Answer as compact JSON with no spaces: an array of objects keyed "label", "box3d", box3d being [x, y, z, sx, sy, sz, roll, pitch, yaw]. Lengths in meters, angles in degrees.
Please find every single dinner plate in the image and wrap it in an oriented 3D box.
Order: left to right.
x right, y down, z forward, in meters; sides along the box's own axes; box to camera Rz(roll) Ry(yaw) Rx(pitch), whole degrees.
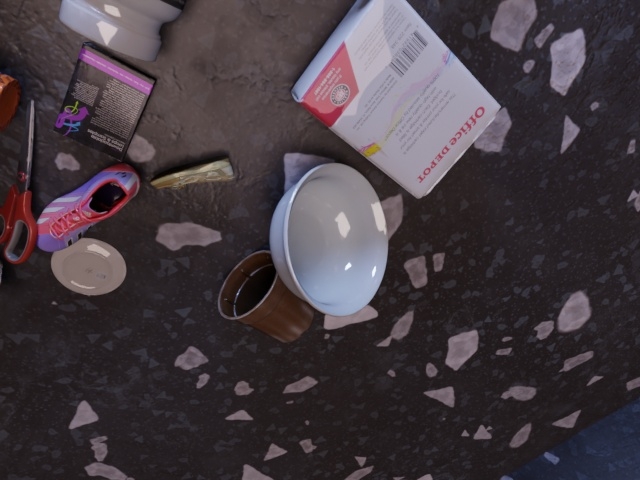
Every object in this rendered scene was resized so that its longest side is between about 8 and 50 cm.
[{"label":"dinner plate","box3d":[-0.483,0.059,0.834,0.142,0.017,0.141,-6,121,-11]}]

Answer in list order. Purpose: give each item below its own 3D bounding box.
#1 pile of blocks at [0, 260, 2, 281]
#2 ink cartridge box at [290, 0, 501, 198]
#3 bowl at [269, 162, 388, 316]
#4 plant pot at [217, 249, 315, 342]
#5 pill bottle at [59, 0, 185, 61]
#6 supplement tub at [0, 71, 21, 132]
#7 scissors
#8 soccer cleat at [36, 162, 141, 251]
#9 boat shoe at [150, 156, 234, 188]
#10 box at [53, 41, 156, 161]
[{"label":"pile of blocks","box3d":[-0.738,0.024,0.677,0.363,0.149,0.112,24,111,-23]},{"label":"ink cartridge box","box3d":[0.134,-0.257,0.735,0.306,0.131,0.226,33,106,-28]},{"label":"bowl","box3d":[0.000,0.000,0.810,0.298,0.134,0.297,2,87,-46]},{"label":"plant pot","box3d":[-0.108,0.135,0.888,0.167,0.167,0.165,-38,128,9]},{"label":"pill bottle","box3d":[-0.250,-0.409,0.545,0.162,0.162,0.278,20,112,-22]},{"label":"supplement tub","box3d":[-0.570,-0.240,0.589,0.191,0.117,0.116,22,111,-23]},{"label":"scissors","box3d":[-0.525,-0.093,0.717,0.109,0.021,0.297,35,105,5]},{"label":"soccer cleat","box3d":[-0.437,-0.053,0.736,0.248,0.095,0.083,-34,120,6]},{"label":"boat shoe","box3d":[-0.245,-0.120,0.768,0.153,0.056,0.048,-18,116,-11]},{"label":"box","box3d":[-0.371,-0.233,0.691,0.116,0.029,0.162,25,109,-23]}]
